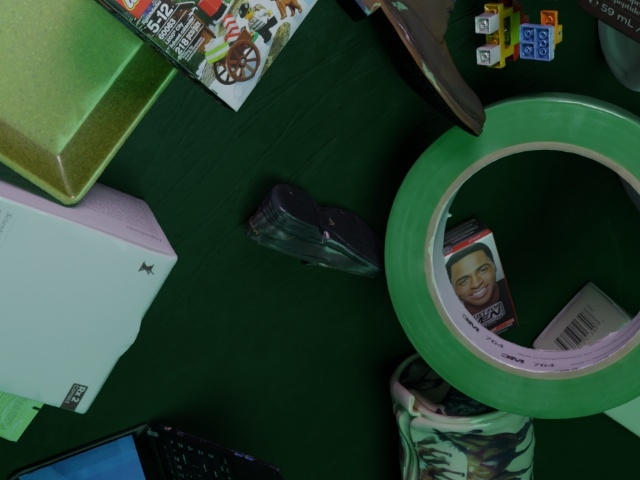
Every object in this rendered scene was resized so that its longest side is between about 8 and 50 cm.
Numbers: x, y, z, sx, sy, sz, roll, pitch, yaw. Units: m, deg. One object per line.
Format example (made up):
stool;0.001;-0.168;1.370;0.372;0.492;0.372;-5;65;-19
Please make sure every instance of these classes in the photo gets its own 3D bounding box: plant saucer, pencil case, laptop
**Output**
plant saucer;-0.222;-0.153;0.969;0.188;0.045;0.188;37;90;-37
pencil case;0.161;0.307;1.403;0.183;0.160;0.410;-24;128;-28
laptop;-0.166;0.328;1.276;0.136;0.264;0.234;-47;139;-41

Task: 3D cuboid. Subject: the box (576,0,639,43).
box;0.358;-0.286;1.064;0.167;0.168;0.203;-45;158;-26

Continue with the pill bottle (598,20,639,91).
pill bottle;0.391;-0.228;1.217;0.186;0.112;0.112;-18;125;-15

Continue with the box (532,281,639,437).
box;0.392;0.169;1.467;0.113;0.094;0.275;-48;127;8

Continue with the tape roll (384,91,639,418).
tape roll;0.227;0.015;1.192;0.321;0.077;0.321;3;103;13

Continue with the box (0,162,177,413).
box;-0.258;0.034;1.069;0.182;0.119;0.181;22;107;-33

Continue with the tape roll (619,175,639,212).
tape roll;0.425;-0.016;1.292;0.072;0.219;0.219;-43;127;3

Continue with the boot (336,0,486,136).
boot;0.106;-0.202;1.099;0.106;0.082;0.219;-44;108;-4

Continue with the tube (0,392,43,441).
tube;-0.364;0.129;1.121;0.070;0.062;0.240;-17;148;42

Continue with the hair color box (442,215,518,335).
hair color box;0.166;0.050;1.322;0.072;0.043;0.141;-27;126;-6

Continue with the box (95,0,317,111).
box;-0.063;-0.245;0.972;0.159;0.044;0.233;38;86;-38

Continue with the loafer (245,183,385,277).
loafer;0.000;0.000;1.214;0.170;0.062;0.061;29;126;-31

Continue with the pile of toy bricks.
pile of toy bricks;0.209;-0.272;1.124;0.105;0.118;0.212;-32;125;-46
